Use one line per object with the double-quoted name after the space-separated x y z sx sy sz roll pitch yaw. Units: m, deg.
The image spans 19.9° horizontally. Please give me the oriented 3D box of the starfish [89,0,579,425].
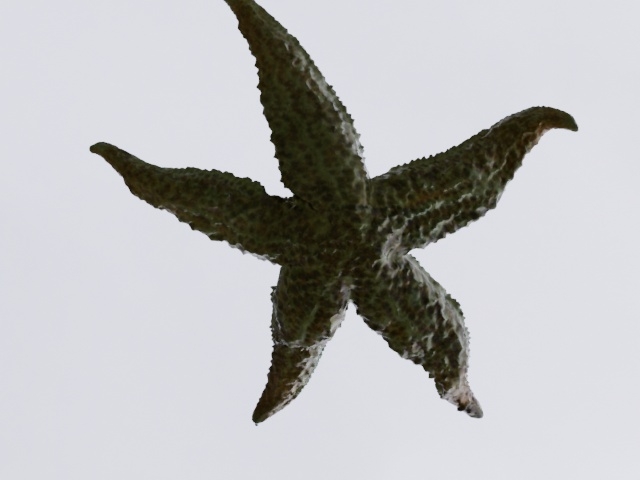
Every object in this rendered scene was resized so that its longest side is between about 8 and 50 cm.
-0.002 0.001 1.371 0.078 0.358 0.347 -95 -166 -65 "starfish"
